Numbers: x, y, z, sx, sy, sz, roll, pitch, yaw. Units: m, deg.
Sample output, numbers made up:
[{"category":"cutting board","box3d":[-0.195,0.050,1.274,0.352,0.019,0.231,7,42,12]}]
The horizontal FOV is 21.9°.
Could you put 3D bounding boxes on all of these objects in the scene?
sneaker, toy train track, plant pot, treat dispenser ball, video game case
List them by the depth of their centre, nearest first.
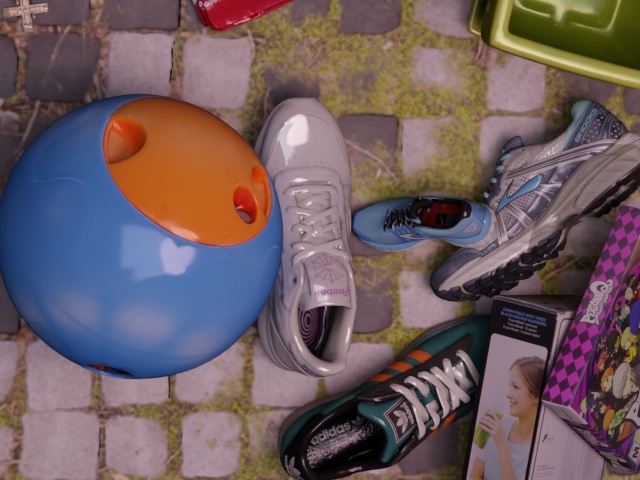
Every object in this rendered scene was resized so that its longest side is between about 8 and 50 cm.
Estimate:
[{"category":"treat dispenser ball","box3d":[-0.181,-0.004,1.670,0.288,0.288,0.288,-1,98,-7]},{"category":"plant pot","box3d":[0.285,-0.284,1.734,0.227,0.207,0.228,14,95,-9]},{"category":"toy train track","box3d":[-0.316,-0.262,1.758,0.048,0.014,0.083,-9,98,-6]},{"category":"sneaker","box3d":[0.000,0.000,1.761,0.114,0.152,0.305,-6,100,-19]},{"category":"video game case","box3d":[0.333,0.110,1.785,0.210,0.042,0.232,42,68,-49]},{"category":"sneaker","box3d":[0.104,-0.029,1.786,0.162,0.073,0.063,-4,70,27]},{"category":"sneaker","box3d":[0.096,0.184,1.815,0.302,0.121,0.108,-30,100,-3]},{"category":"sneaker","box3d":[0.227,-0.042,1.826,0.283,0.110,0.122,-38,70,9]}]

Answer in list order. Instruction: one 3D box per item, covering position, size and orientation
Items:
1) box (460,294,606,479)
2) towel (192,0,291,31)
[{"category":"box","box3d":[0.244,0.206,1.813,0.169,0.087,0.290,0,102,-50]},{"category":"towel","box3d":[-0.077,-0.380,1.765,0.199,0.031,0.275,-21,99,-5]}]
